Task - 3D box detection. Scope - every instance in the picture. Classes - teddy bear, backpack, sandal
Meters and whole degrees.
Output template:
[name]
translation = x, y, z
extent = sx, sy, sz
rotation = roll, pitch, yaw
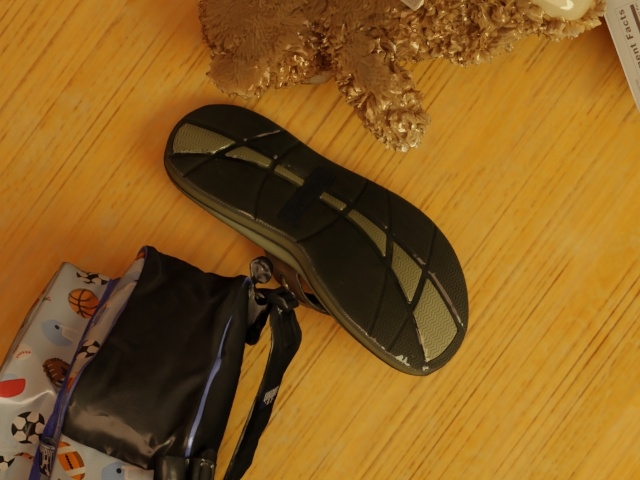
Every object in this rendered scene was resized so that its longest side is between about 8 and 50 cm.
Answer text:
[teddy bear]
translation = 0.072, -0.196, 1.553
extent = 0.338, 0.113, 0.245
rotation = -31, 68, 13
[backpack]
translation = -0.158, 0.163, 1.505
extent = 0.213, 0.276, 0.263
rotation = 16, 124, 8
[sandal]
translation = 0.000, -0.002, 1.596
extent = 0.303, 0.086, 0.120
rotation = 40, 62, 18

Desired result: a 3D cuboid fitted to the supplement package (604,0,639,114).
[supplement package]
translation = 0.358, -0.198, 1.514
extent = 0.244, 0.139, 0.134
rotation = -20, 89, 29
